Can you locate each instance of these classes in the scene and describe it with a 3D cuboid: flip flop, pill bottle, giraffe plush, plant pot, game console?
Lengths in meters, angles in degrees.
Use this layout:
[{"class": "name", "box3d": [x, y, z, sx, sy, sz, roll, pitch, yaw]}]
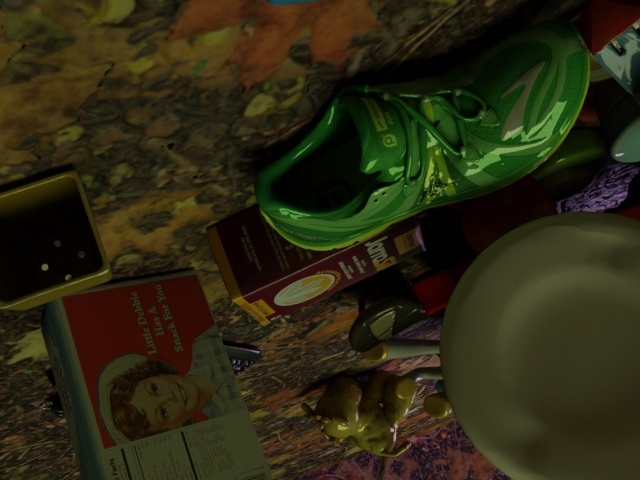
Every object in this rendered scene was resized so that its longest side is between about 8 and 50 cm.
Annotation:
[{"class": "flip flop", "box3d": [0.096, 0.087, 1.079, 0.112, 0.080, 0.277, -32, 172, 17]}, {"class": "pill bottle", "box3d": [0.251, 0.120, 0.761, 0.224, 0.224, 0.392, -27, 162, 9]}, {"class": "giraffe plush", "box3d": [0.060, 0.326, 1.490, 0.170, 0.210, 0.181, 28, 135, -26]}, {"class": "plant pot", "box3d": [-0.202, 0.007, 0.594, 0.081, 0.081, 0.083, -20, 170, -9]}, {"class": "game console", "box3d": [0.313, 0.018, 1.044, 0.342, 0.060, 0.386, -25, 168, 16]}]

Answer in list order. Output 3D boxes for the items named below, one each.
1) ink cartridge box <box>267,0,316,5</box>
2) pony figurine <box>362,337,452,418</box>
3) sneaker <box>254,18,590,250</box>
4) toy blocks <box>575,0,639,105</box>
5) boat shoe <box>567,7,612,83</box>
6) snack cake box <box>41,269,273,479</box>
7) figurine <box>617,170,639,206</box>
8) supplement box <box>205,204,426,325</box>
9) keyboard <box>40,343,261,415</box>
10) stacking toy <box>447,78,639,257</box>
[{"class": "ink cartridge box", "box3d": [0.048, -0.209, 0.335, 0.148, 0.086, 0.203, -14, 157, -23]}, {"class": "pony figurine", "box3d": [0.303, 0.193, 1.317, 0.351, 0.303, 0.363, 0, -176, 43]}, {"class": "sneaker", "box3d": [0.078, -0.078, 0.630, 0.295, 0.109, 0.123, -30, 161, 16]}, {"class": "toy blocks", "box3d": [0.332, -0.181, 0.514, 0.261, 0.190, 0.381, 33, 122, -28]}, {"class": "boat shoe", "box3d": [0.287, -0.195, 0.638, 0.190, 0.068, 0.072, -28, 146, 11]}, {"class": "snack cake box", "box3d": [-0.157, 0.170, 0.753, 0.152, 0.264, 0.089, -9, 154, -30]}, {"class": "figurine", "box3d": [0.501, -0.111, 1.013, 0.209, 0.092, 0.215, -19, 157, 0]}, {"class": "supplement box", "box3d": [0.000, 0.000, 0.767, 0.188, 0.081, 0.104, -25, 158, 3]}, {"class": "keyboard", "box3d": [-0.226, 0.184, 1.030, 0.201, 0.033, 0.317, -31, 156, 18]}, {"class": "stacking toy", "box3d": [0.292, -0.078, 0.814, 0.309, 0.130, 0.279, -34, 155, 25]}]
